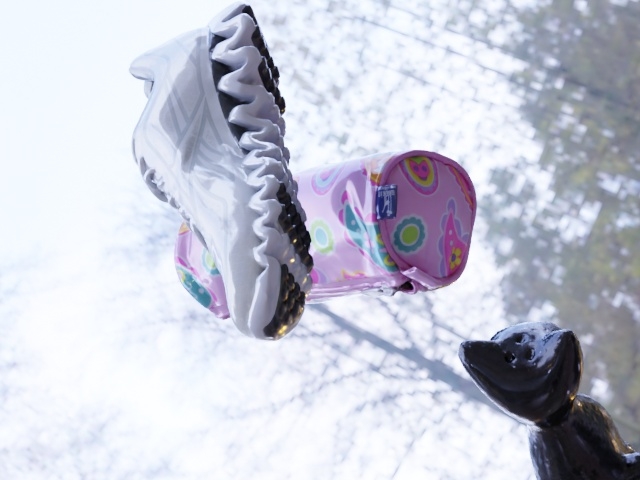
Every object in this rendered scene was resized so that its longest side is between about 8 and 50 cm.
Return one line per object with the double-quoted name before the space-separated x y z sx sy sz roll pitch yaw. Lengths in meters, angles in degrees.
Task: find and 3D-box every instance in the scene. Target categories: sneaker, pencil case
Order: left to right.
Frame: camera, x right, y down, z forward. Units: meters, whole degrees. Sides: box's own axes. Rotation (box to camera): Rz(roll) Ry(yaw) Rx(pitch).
"sneaker" -0.077 -0.045 1.130 0.118 0.292 0.110 -15 -36 5
"pencil case" 0.000 0.000 1.264 0.124 0.284 0.124 8 -102 -42

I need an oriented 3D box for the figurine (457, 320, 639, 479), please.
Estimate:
"figurine" 0.214 0.100 0.917 0.209 0.214 0.092 55 -153 -42
